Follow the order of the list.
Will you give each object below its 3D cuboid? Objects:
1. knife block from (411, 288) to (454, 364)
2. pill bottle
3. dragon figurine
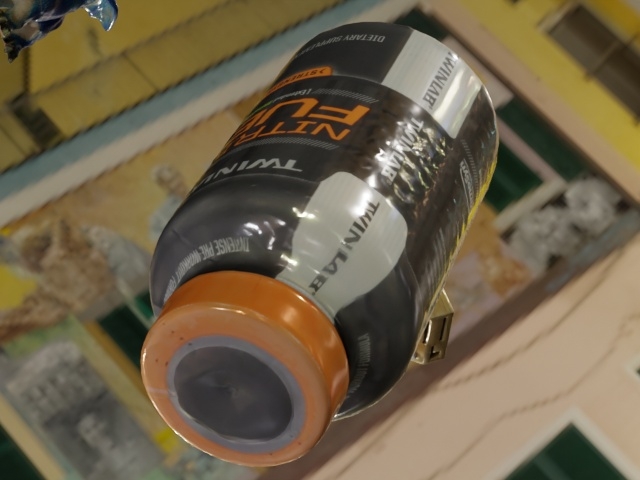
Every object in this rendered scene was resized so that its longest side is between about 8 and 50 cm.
[{"bbox_3d":[0.050,-0.025,1.585,0.242,0.275,0.088,-58,-17,-33],"label":"knife block"},{"bbox_3d":[0.000,0.000,0.721,0.130,0.130,0.246,-58,2,37],"label":"pill bottle"},{"bbox_3d":[-0.240,-0.234,1.393,0.144,0.085,0.289,-20,-4,-11],"label":"dragon figurine"}]
